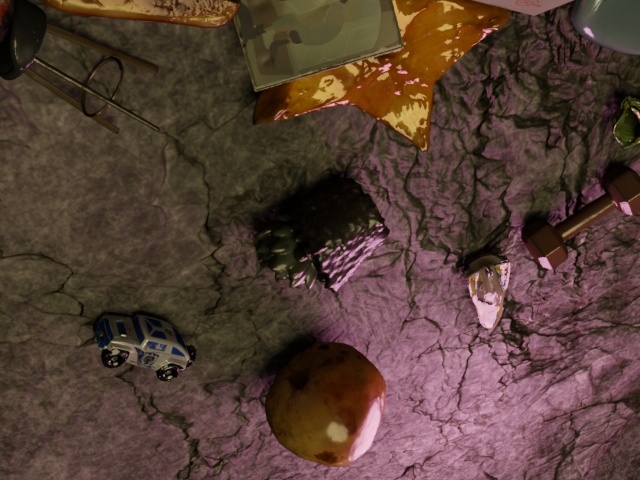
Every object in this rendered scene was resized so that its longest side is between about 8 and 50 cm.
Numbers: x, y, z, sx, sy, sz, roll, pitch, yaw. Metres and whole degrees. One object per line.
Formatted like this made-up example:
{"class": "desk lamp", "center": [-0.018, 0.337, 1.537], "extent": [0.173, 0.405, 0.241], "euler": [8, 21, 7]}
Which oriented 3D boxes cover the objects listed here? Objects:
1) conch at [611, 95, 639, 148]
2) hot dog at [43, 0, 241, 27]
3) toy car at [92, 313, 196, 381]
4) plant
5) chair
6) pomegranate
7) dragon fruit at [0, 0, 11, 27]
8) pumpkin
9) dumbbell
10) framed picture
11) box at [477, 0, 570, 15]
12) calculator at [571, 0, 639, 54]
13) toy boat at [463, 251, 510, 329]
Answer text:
{"class": "conch", "center": [0.526, -0.196, 1.546], "extent": [0.121, 0.074, 0.089], "euler": [27, 103, -45]}
{"class": "hot dog", "center": [-0.206, -0.303, 1.079], "extent": [0.249, 0.068, 0.100], "euler": [2, 141, -26]}
{"class": "toy car", "center": [-0.271, 0.163, 1.456], "extent": [0.170, 0.080, 0.070], "euler": [22, 116, -39]}
{"class": "plant", "center": [0.000, 0.000, 1.414], "extent": [0.194, 0.129, 0.132], "euler": [-32, 136, -2]}
{"class": "chair", "center": [-0.298, -0.198, 1.114], "extent": [0.095, 0.104, 0.221], "euler": [-29, 142, 27]}
{"class": "pomegranate", "center": [0.017, 0.293, 1.628], "extent": [0.215, 0.215, 0.215], "euler": [-14, 134, -15]}
{"class": "dragon fruit", "center": [-0.446, -0.198, 0.963], "extent": [0.262, 0.211, 0.134], "euler": [-5, 124, -16]}
{"class": "pumpkin", "center": [0.078, -0.249, 1.255], "extent": [0.290, 0.095, 0.258], "euler": [10, 121, -26]}
{"class": "dumbbell", "center": [0.472, -0.042, 1.652], "extent": [0.231, 0.092, 0.082], "euler": [-35, 108, 4]}
{"class": "framed picture", "center": [-0.007, -0.281, 1.173], "extent": [0.201, 0.010, 0.136], "euler": [-16, 105, 1]}
{"class": "box", "center": [0.283, -0.388, 1.060], "extent": [0.225, 0.341, 0.143], "euler": [4, 83, -30]}
{"class": "calculator", "center": [0.477, -0.369, 1.389], "extent": [0.299, 0.041, 0.185], "euler": [10, 124, -35]}
{"class": "toy boat", "center": [0.308, 0.099, 1.708], "extent": [0.084, 0.066, 0.210], "euler": [-23, 136, -5]}
